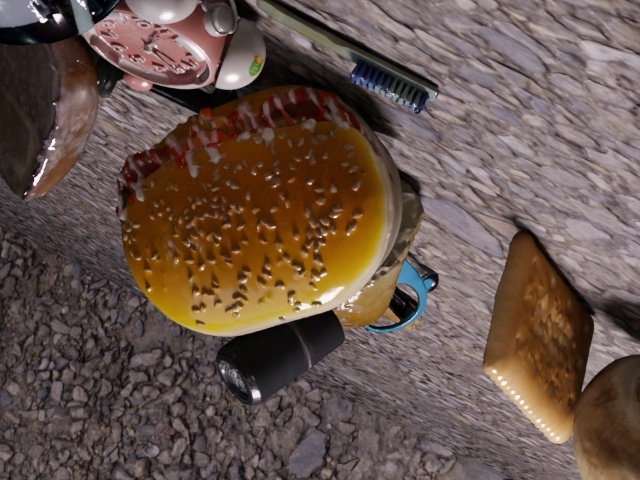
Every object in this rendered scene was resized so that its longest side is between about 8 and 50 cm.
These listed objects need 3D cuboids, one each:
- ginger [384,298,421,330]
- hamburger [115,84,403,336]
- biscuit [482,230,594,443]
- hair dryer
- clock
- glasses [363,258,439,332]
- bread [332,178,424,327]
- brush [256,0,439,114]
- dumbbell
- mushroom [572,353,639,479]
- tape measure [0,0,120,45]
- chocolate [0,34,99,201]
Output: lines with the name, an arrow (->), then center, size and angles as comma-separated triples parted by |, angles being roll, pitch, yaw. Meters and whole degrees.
ginger -> 0.086, 0.085, 2.358 | 0.173, 0.051, 0.069 | 39, 169, -34
hamburger -> -0.062, -0.027, 1.659 | 0.295, 0.227, 0.151 | -19, 170, 21
biscuit -> 0.237, 0.108, 1.794 | 0.030, 0.160, 0.249 | 5, 157, 29
hair dryer -> -0.086, 0.078, 1.781 | 0.219, 0.124, 0.071 | 37, 150, 42
clock -> -0.139, -0.204, 1.529 | 0.162, 0.092, 0.166 | 7, 155, 42
glasses -> 0.017, 0.030, 2.138 | 0.207, 0.102, 0.239 | 18, 165, 45
bread -> 0.000, 0.000, 1.847 | 0.196, 0.176, 0.246 | 25, 168, 4
brush -> 0.019, -0.159, 1.465 | 0.178, 0.030, 0.033 | 28, 179, 4
dumbbell -> -0.159, -0.159, 1.745 | 0.254, 0.110, 0.110 | 26, 170, -11
mushroom -> 0.394, 0.220, 1.805 | 0.255, 0.184, 0.255 | 18, -163, -6
tape measure -> -0.216, -0.240, 1.288 | 0.182, 0.181, 0.107 | 25, 165, 28
chocolate -> -0.307, -0.194, 1.664 | 0.303, 0.100, 0.185 | 48, 136, 30
